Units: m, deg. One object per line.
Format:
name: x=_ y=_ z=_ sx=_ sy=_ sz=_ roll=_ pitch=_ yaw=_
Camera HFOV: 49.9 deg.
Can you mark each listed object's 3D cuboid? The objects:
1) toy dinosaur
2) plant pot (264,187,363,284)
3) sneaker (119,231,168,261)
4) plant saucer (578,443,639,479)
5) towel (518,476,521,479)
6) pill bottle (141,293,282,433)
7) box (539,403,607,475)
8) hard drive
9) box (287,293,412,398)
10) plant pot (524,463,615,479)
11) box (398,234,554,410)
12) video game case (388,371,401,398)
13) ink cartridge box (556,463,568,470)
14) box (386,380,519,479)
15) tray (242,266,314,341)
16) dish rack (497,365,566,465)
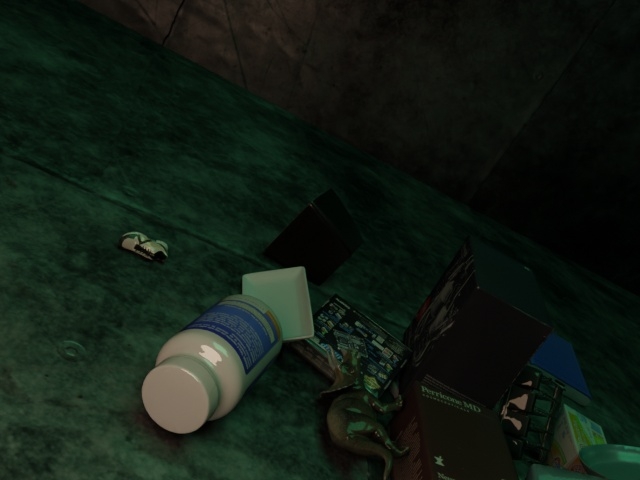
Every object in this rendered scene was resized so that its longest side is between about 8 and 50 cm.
toy dinosaur: x=0.069 y=0.339 z=1.260 sx=0.160 sy=0.121 sz=0.313 roll=16 pitch=29 yaw=-8
plant pot: x=0.000 y=0.000 z=1.773 sx=0.167 sy=0.187 sz=0.188 roll=46 pitch=22 yaw=2
sneaker: x=-0.363 y=0.014 z=1.425 sx=0.109 sy=0.040 sz=0.043 roll=16 pitch=29 yaw=-34
plant saucer: x=0.685 y=0.486 z=1.386 sx=0.318 sy=0.043 sz=0.317 roll=7 pitch=2 yaw=0
towel: x=0.355 y=0.492 z=1.407 sx=0.152 sy=0.023 sz=0.113 roll=10 pitch=28 yaw=-39
pill bottle: x=-0.176 y=0.200 z=1.133 sx=0.152 sy=0.152 sz=0.272 roll=35 pitch=22 yaw=7
box: x=0.596 y=0.496 z=1.601 sx=0.114 sy=0.103 sz=0.203 roll=31 pitch=22 yaw=-2
hard drive: x=0.711 y=0.361 z=2.127 sx=0.210 sy=0.040 sz=0.318 roll=31 pitch=22 yaw=-3
box: x=0.066 y=0.230 z=1.463 sx=0.220 sy=0.051 sz=0.175 roll=37 pitch=40 yaw=11
plant pot: x=0.423 y=0.536 z=1.155 sx=0.165 sy=0.165 sz=0.234 roll=10 pitch=38 yaw=6
box: x=0.328 y=0.200 z=1.521 sx=0.179 sy=0.312 sz=0.343 roll=30 pitch=19 yaw=-1
video game case: x=0.235 y=0.356 z=1.528 sx=0.183 sy=0.023 sz=0.201 roll=16 pitch=28 yaw=-36
ink cartridge box: x=0.554 y=0.605 z=1.371 sx=0.186 sy=0.065 sz=0.311 roll=30 pitch=25 yaw=-3
box: x=0.237 y=0.433 z=1.196 sx=0.191 sy=0.143 sz=0.381 roll=22 pitch=21 yaw=-9
tray: x=-0.094 y=0.142 z=1.463 sx=0.145 sy=0.030 sz=0.270 roll=-7 pitch=29 yaw=-3
dish rack: x=0.466 y=0.390 z=1.516 sx=0.074 sy=0.208 sz=0.271 roll=12 pitch=-12 yaw=35
